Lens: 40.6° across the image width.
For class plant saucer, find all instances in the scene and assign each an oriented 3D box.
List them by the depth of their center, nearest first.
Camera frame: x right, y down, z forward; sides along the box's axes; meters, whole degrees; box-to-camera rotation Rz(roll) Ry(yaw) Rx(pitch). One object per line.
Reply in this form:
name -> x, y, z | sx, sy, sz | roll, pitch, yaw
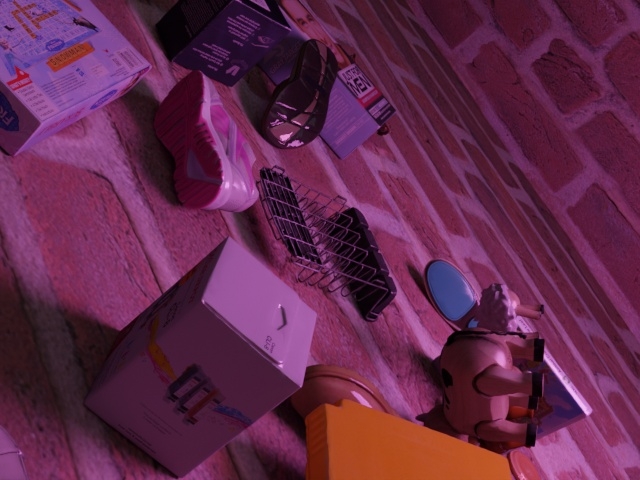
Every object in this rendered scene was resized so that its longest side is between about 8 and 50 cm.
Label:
plant saucer -> 0.346, 0.390, 1.459 | 0.083, 0.013, 0.083 | 40, 24, -23

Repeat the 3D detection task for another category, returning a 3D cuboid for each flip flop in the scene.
flip flop -> -0.044, -0.267, 1.608 | 0.112, 0.080, 0.277 | 41, 47, -27

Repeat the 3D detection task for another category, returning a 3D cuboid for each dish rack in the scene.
dish rack -> 0.000, 0.000, 1.348 | 0.271, 0.074, 0.208 | 23, 34, -44

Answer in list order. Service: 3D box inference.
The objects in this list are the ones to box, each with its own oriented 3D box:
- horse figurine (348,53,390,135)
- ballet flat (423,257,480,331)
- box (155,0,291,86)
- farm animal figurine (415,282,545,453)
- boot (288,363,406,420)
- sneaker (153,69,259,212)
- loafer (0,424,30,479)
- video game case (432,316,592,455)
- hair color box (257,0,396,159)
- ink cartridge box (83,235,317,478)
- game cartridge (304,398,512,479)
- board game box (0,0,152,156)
horse figurine -> 0.084, -0.326, 1.993 | 0.174, 0.066, 0.263 | -7, 57, -56
ballet flat -> 0.279, 0.141, 1.648 | 0.248, 0.086, 0.086 | 54, 23, 4
box -> -0.165, -0.362, 1.472 | 0.156, 0.158, 0.093 | 14, 43, -55
farm animal figurine -> 0.209, 0.256, 1.187 | 0.330, 0.172, 0.327 | -56, 149, -66
boot -> 0.060, 0.295, 0.991 | 0.236, 0.089, 0.269 | 37, 28, -28
sneaker -> -0.158, -0.132, 1.236 | 0.111, 0.103, 0.252 | 28, 38, -49
loafer -> -0.278, 0.193, 0.500 | 0.111, 0.112, 0.319 | 44, 22, 7
video game case -> 0.296, 0.230, 1.375 | 0.023, 0.212, 0.193 | -30, 80, -40
hair color box -> -0.018, -0.359, 1.794 | 0.374, 0.113, 0.185 | 48, 23, -4
ink cartridge box -> -0.111, 0.111, 0.839 | 0.127, 0.176, 0.128 | 44, 24, -16
game cartridge -> 0.111, 0.339, 0.897 | 0.285, 0.053, 0.324 | 25, 38, -26
board game box -> -0.392, -0.279, 1.055 | 0.318, 0.066, 0.319 | 47, 24, -8
